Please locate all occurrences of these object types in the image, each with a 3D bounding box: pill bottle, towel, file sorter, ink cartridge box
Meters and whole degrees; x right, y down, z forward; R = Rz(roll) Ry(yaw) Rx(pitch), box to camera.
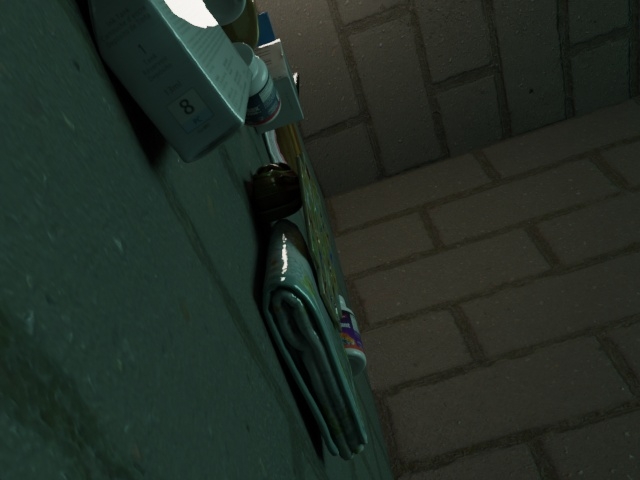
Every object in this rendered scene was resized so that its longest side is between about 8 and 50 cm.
[{"bbox_3d":[0.038,0.223,1.558,0.193,0.108,0.108,-104,174,-45],"label":"pill bottle"},{"bbox_3d":[-0.225,-0.546,1.324,0.119,0.119,0.208,65,8,-60],"label":"pill bottle"},{"bbox_3d":[-0.140,-0.287,1.949,0.197,0.029,0.144,-3,75,-86],"label":"towel"},{"bbox_3d":[-0.018,0.176,1.223,0.320,0.090,0.374,-105,176,-70],"label":"towel"},{"bbox_3d":[-0.185,-0.570,1.964,0.104,0.118,0.170,68,5,-72],"label":"file sorter"},{"bbox_3d":[-0.227,-0.302,0.772,0.385,0.091,0.308,52,12,-21],"label":"ink cartridge box"},{"bbox_3d":[-0.156,-0.331,1.392,0.180,0.108,0.107,62,11,-65],"label":"pill bottle"}]

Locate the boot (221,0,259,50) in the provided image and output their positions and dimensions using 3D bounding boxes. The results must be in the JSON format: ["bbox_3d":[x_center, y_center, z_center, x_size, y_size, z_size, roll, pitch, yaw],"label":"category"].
[{"bbox_3d":[-0.216,-0.601,1.787,0.211,0.104,0.294,53,15,-76],"label":"boot"}]

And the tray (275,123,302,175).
[{"bbox_3d":[-0.114,-0.340,2.212,0.203,0.076,0.410,57,15,-75],"label":"tray"}]

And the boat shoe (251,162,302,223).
[{"bbox_3d":[-0.084,-0.121,1.418,0.307,0.111,0.104,-90,162,-79],"label":"boat shoe"}]

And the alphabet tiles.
[{"bbox_3d":[0.000,0.000,1.336,0.285,0.011,0.342,67,11,-55],"label":"alphabet tiles"}]

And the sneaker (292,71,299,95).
[{"bbox_3d":[-0.133,-0.464,2.045,0.283,0.124,0.107,-83,176,-66],"label":"sneaker"}]

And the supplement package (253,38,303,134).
[{"bbox_3d":[-0.141,-0.426,1.800,0.244,0.134,0.139,-102,173,-50],"label":"supplement package"}]
